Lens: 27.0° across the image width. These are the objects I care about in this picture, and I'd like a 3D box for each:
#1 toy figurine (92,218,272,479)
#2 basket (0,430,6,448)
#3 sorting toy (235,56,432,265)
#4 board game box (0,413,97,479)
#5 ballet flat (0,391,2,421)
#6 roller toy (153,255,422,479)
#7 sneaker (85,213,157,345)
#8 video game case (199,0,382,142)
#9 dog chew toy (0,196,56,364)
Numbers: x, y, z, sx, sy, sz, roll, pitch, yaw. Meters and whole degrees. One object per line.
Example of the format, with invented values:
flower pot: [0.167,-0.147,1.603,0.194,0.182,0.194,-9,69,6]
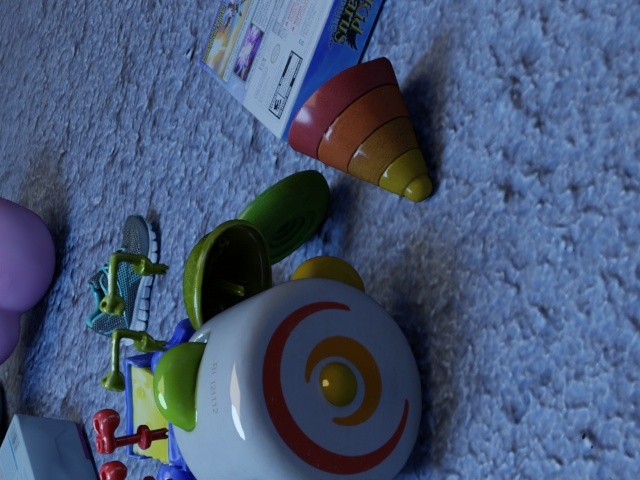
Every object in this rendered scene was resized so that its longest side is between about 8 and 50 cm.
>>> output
toy figurine: [-0.162,0.150,1.296,0.217,0.191,0.363,17,112,58]
basket: [-0.529,0.323,1.842,0.154,0.204,0.227,63,168,8]
sorting toy: [0.000,0.000,1.276,0.126,0.127,0.365,48,129,19]
board game box: [-0.384,0.416,1.738,0.303,0.097,0.224,-62,34,24]
ballet flat: [-0.548,0.369,2.011,0.123,0.123,0.349,-35,51,49]
roller toy: [-0.015,0.132,1.134,0.146,0.209,0.191,-27,96,53]
sneaker: [-0.251,0.045,1.670,0.065,0.076,0.166,-14,68,56]
video game case: [-0.020,-0.264,1.410,0.244,0.061,0.269,46,118,54]
dog chew toy: [-0.516,0.100,1.931,0.206,0.206,0.332,-2,66,59]
